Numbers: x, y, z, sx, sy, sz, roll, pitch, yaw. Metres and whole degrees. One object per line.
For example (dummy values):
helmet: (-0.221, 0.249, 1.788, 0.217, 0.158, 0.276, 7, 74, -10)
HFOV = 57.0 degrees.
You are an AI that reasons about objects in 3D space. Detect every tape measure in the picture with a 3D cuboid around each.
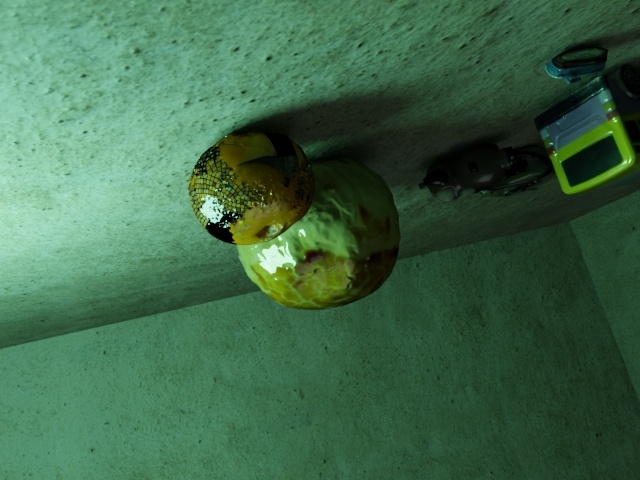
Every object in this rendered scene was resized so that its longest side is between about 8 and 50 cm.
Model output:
tape measure: (0.579, -0.195, 1.741, 0.207, 0.115, 0.235, -24, 166, 41)

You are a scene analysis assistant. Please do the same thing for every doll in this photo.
doll: (0.384, -0.178, 1.551, 0.257, 0.117, 0.182, -23, 172, 19)

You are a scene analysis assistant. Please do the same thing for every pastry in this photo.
pastry: (0.000, 0.000, 1.344, 0.389, 0.312, 0.388, -23, 167, -6)

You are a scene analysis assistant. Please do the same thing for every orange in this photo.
orange: (-0.124, -0.092, 1.082, 0.235, 0.182, 0.234, -29, 161, -11)

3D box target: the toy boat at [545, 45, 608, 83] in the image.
toy boat: (0.490, -0.332, 1.122, 0.137, 0.060, 0.060, -19, 150, -18)

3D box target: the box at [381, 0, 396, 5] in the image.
box: (0.079, -0.320, 0.715, 0.053, 0.024, 0.083, -26, 166, 39)

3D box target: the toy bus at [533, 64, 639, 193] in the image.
toy bus: (0.757, -0.251, 1.386, 0.440, 0.249, 0.209, -10, 166, -29)
